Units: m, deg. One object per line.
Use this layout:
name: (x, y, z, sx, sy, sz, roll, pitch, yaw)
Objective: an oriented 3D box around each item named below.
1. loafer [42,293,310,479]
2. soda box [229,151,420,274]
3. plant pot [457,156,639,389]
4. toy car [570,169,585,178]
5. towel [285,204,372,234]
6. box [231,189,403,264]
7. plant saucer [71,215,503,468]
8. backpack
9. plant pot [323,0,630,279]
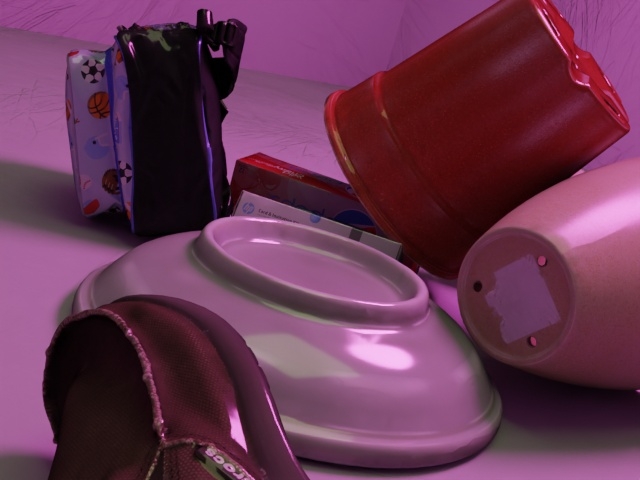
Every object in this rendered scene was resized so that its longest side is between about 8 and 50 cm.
loafer: (-0.082, 0.130, 0.454, 0.130, 0.134, 0.366, 4, 19, -32)
soda box: (0.010, -0.030, 1.235, 0.263, 0.092, 0.083, 19, 17, 12)
plant pot: (0.269, 0.042, 0.948, 0.256, 0.256, 0.274, 28, 22, 39)
toy car: (0.292, -0.041, 1.483, 0.238, 0.219, 0.210, -9, -4, 39)
towel: (0.000, 0.000, 1.173, 0.119, 0.067, 0.029, 18, 41, 9)
box: (0.002, 0.008, 1.082, 0.186, 0.038, 0.145, 18, -12, 10)
plant saucer: (-0.016, 0.060, 0.862, 0.400, 0.100, 0.400, 15, 15, -4)
backpack: (-0.195, -0.136, 1.139, 0.213, 0.276, 0.263, 2, 12, -2)
plant pot: (0.191, -0.136, 1.100, 0.272, 0.265, 0.272, 41, 28, -28)
